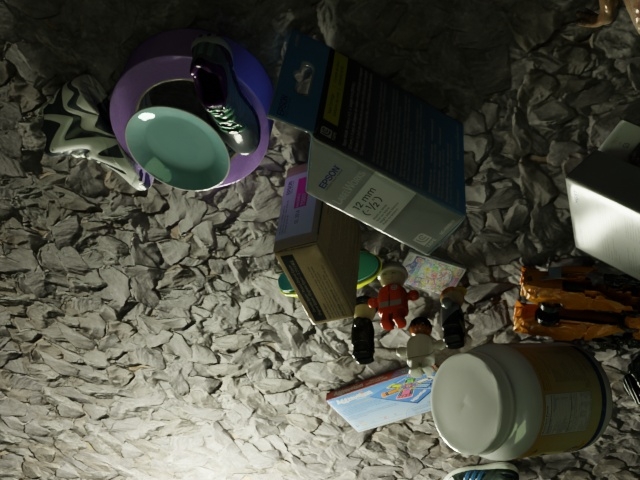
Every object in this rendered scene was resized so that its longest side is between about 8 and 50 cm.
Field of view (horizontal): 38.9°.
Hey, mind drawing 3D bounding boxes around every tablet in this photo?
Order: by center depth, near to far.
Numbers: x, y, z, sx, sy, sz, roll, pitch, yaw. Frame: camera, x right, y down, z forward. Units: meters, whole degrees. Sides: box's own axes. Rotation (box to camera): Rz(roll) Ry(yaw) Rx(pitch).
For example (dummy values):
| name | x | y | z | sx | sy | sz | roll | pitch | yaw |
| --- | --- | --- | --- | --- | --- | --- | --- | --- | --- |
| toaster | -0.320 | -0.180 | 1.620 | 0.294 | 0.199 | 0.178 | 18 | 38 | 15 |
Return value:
| name | x | y | z | sx | sy | sz | roll | pitch | yaw |
| --- | --- | --- | --- | --- | --- | --- | --- | --- | --- |
| tablet | 0.517 | -0.168 | 1.555 | 0.054 | 0.006 | 0.083 | 20 | 133 | -11 |

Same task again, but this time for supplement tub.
| name | x | y | z | sx | sy | sz | roll | pitch | yaw |
| --- | --- | --- | --- | --- | --- | --- | --- | --- | --- |
| supplement tub | 0.399 | 0.317 | 1.804 | 0.316 | 0.228 | 0.228 | 4 | 141 | -35 |

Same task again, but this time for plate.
| name | x | y | z | sx | sy | sz | roll | pitch | yaw |
| --- | --- | --- | --- | --- | --- | --- | --- | --- | --- |
| plate | -0.238 | -0.159 | 1.528 | 0.188 | 0.024 | 0.188 | 11 | 140 | 10 |

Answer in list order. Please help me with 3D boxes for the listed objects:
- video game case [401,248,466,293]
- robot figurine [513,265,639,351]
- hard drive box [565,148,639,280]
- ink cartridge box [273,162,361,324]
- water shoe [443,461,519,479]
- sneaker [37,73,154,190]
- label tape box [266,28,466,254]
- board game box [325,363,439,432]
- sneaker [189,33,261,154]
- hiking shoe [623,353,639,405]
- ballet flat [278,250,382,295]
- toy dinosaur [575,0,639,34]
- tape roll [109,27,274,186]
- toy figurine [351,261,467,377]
| name | x | y | z | sx | sy | sz | roll | pitch | yaw |
| --- | --- | --- | --- | --- | --- | --- | --- | --- | --- |
| video game case | 0.219 | 0.066 | 1.815 | 0.122 | 0.011 | 0.087 | 17 | 133 | -7 |
| robot figurine | 0.533 | 0.126 | 1.775 | 0.291 | 0.085 | 0.211 | 4 | 134 | 5 |
| hard drive box | 0.539 | -0.026 | 1.530 | 0.232 | 0.089 | 0.181 | 34 | 156 | 43 |
| ink cartridge box | 0.000 | 0.000 | 1.631 | 0.088 | 0.235 | 0.193 | -13 | 129 | 18 |
| water shoe | 0.393 | 0.606 | 2.248 | 0.203 | 0.080 | 0.073 | -23 | 125 | 27 |
| sneaker | -0.416 | -0.172 | 1.631 | 0.153 | 0.094 | 0.235 | -19 | 127 | 26 |
| label tape box | 0.065 | -0.161 | 1.461 | 0.347 | 0.249 | 0.115 | 26 | 131 | -15 |
| board game box | 0.167 | 0.362 | 2.090 | 0.281 | 0.027 | 0.145 | -23 | 127 | 27 |
| sneaker | -0.160 | -0.209 | 1.431 | 0.083 | 0.098 | 0.224 | -9 | 130 | 16 |
| hiking shoe | 0.731 | 0.206 | 1.829 | 0.132 | 0.113 | 0.304 | -3 | 134 | -31 |
| ballet flat | 0.026 | 0.074 | 1.820 | 0.231 | 0.077 | 0.077 | -12 | 151 | 23 |
| toy dinosaur | 0.428 | -0.397 | 1.210 | 0.127 | 0.296 | 0.200 | -7 | 177 | -17 |
| tape roll | -0.217 | -0.222 | 1.557 | 0.274 | 0.090 | 0.275 | 5 | 134 | 5 |
| toy figurine | 0.174 | 0.159 | 1.815 | 0.209 | 0.148 | 0.213 | 16 | 139 | -15 |
